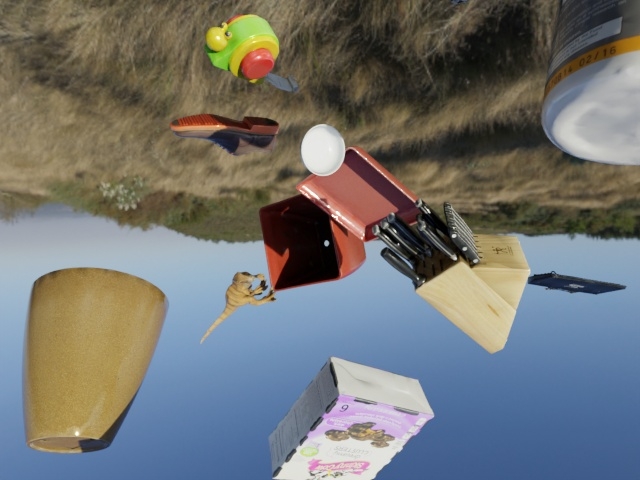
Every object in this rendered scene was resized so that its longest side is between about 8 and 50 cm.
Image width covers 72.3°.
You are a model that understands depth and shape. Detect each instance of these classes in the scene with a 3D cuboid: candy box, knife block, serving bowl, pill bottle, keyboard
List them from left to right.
[{"bbox_3d":[-0.001,-0.150,0.729,0.083,0.084,0.027,-3,-169,-31],"label":"serving bowl"},{"bbox_3d":[0.040,0.278,0.650,0.164,0.196,0.070,21,-154,-24],"label":"candy box"},{"bbox_3d":[0.205,0.065,0.739,0.241,0.276,0.088,2,-141,7],"label":"knife block"},{"bbox_3d":[0.500,0.077,0.877,0.191,0.038,0.100,10,161,-17],"label":"keyboard"},{"bbox_3d":[0.319,-0.229,0.425,0.162,0.279,0.162,14,167,3],"label":"pill bottle"}]

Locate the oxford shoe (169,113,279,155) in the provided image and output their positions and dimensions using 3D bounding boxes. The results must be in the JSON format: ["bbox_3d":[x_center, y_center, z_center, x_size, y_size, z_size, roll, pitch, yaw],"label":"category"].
[{"bbox_3d":[-0.238,-0.259,1.107,0.271,0.099,0.097,-2,-147,-22],"label":"oxford shoe"}]

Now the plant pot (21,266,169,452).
[{"bbox_3d":[-0.397,0.216,0.752,0.236,0.255,0.237,-5,145,-3],"label":"plant pot"}]

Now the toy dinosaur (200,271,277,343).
[{"bbox_3d":[-0.146,0.101,0.784,0.112,0.064,0.212,-4,144,-30],"label":"toy dinosaur"}]

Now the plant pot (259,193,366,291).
[{"bbox_3d":[0.000,0.000,1.379,0.267,0.268,0.235,-14,173,36],"label":"plant pot"}]

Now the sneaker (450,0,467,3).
[{"bbox_3d":[0.355,-0.517,0.681,0.343,0.147,0.134,-12,-169,27],"label":"sneaker"}]

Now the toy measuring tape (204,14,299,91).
[{"bbox_3d":[-0.111,-0.390,0.923,0.121,0.122,0.330,1,-174,29],"label":"toy measuring tape"}]

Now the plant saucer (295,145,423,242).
[{"bbox_3d":[0.102,-0.113,1.086,0.258,0.048,0.259,37,150,-18],"label":"plant saucer"}]
